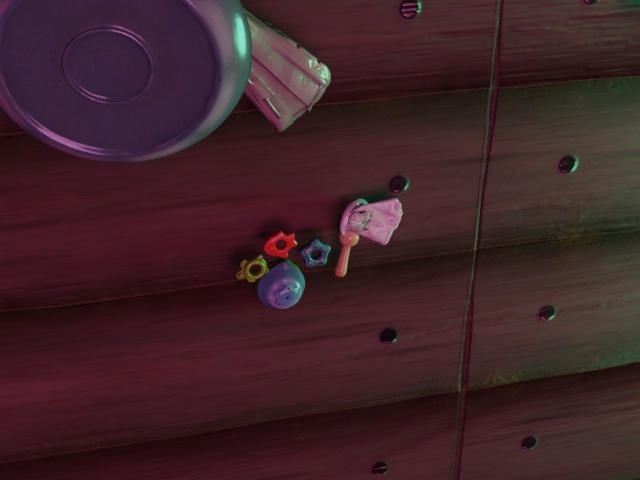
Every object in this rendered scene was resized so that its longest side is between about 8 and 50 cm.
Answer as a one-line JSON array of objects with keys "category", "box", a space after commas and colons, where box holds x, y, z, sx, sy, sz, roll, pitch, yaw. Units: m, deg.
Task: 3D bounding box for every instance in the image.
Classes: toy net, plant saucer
[{"category": "toy net", "box": [0.000, 0.000, 1.747, 0.232, 0.045, 0.122, -37, 123, 4]}, {"category": "plant saucer", "box": [-0.235, -0.203, 1.455, 0.317, 0.044, 0.318, -1, 132, -1]}]

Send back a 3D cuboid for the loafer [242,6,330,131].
[{"category": "loafer", "box": [-0.126, -0.234, 1.520, 0.319, 0.112, 0.111, 32, 98, -32]}]
